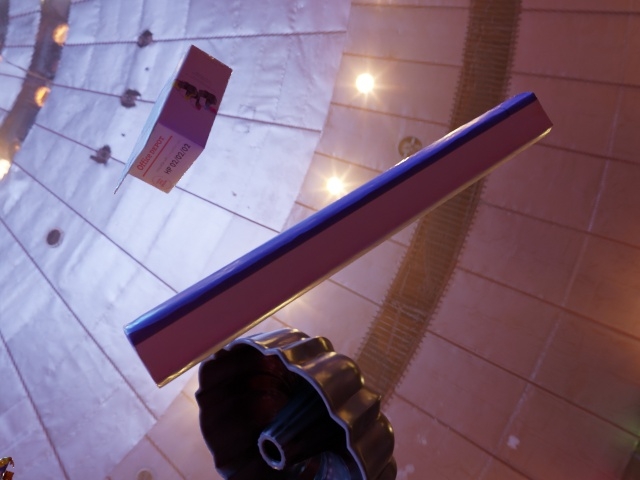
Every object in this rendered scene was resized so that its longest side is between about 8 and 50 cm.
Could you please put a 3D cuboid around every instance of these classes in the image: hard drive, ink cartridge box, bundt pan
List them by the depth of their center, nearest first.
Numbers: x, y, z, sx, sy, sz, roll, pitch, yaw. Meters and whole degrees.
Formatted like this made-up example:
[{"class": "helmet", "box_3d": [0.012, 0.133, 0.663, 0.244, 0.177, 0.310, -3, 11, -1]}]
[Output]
[{"class": "hard drive", "box_3d": [0.000, 0.000, 0.444, 0.319, 0.210, 0.040, -32, -88, -21]}, {"class": "ink cartridge box", "box_3d": [-0.171, -0.130, 0.663, 0.062, 0.104, 0.181, 28, -131, -23]}, {"class": "bundt pan", "box_3d": [-0.027, 0.271, 0.803, 0.331, 0.124, 0.330, 16, -65, 38]}]

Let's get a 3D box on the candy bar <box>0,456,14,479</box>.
[{"class": "candy bar", "box_3d": [-0.352, 0.239, 0.505, 0.018, 0.161, 0.040, 23, -77, 25]}]
